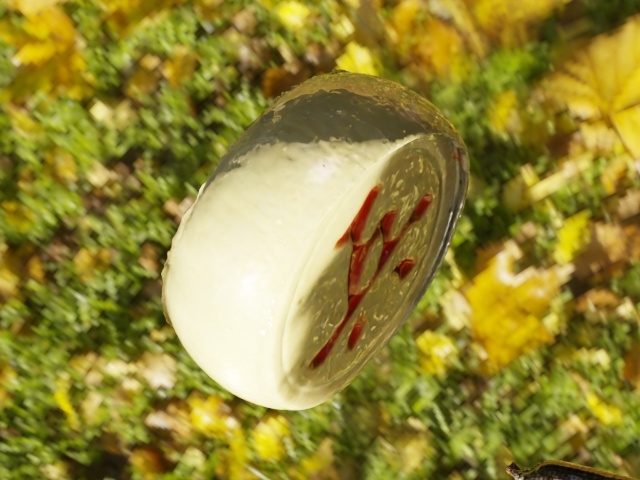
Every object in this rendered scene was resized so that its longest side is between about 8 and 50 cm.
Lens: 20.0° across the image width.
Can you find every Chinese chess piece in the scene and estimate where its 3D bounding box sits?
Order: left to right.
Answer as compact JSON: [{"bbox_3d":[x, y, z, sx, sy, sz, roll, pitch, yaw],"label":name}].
[{"bbox_3d":[0.000,0.000,1.291,0.103,0.250,0.250,33,83,25],"label":"Chinese chess piece"}]

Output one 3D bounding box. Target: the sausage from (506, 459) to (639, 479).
[{"bbox_3d":[0.167,0.119,0.721,0.198,0.028,0.025,15,54,18],"label":"sausage"}]
